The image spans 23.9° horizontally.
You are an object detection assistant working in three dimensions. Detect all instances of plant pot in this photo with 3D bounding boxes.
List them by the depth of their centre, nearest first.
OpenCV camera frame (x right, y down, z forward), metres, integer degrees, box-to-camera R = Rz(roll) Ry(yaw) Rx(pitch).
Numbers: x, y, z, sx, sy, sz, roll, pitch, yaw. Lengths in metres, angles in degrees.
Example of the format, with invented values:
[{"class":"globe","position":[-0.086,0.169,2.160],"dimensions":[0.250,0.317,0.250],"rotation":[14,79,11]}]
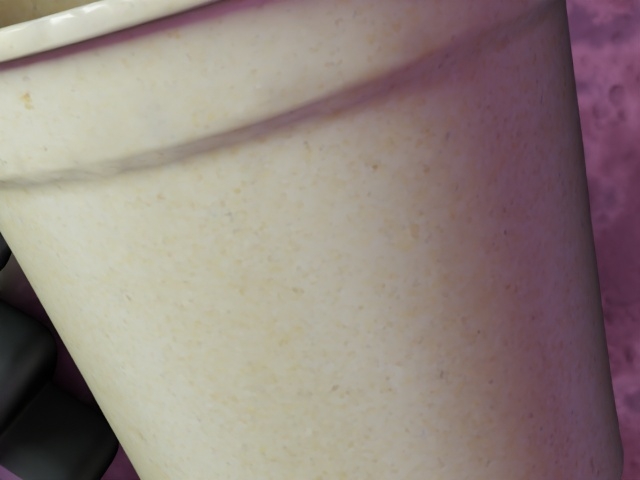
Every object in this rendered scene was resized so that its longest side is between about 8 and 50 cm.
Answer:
[{"class":"plant pot","position":[0.000,0.000,0.711],"dimensions":[0.334,0.334,0.305],"rotation":[-17,106,5]}]

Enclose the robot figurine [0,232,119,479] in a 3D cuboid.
[{"class":"robot figurine","position":[-0.249,0.080,0.792],"dimensions":[0.278,0.173,0.209],"rotation":[29,69,0]}]
